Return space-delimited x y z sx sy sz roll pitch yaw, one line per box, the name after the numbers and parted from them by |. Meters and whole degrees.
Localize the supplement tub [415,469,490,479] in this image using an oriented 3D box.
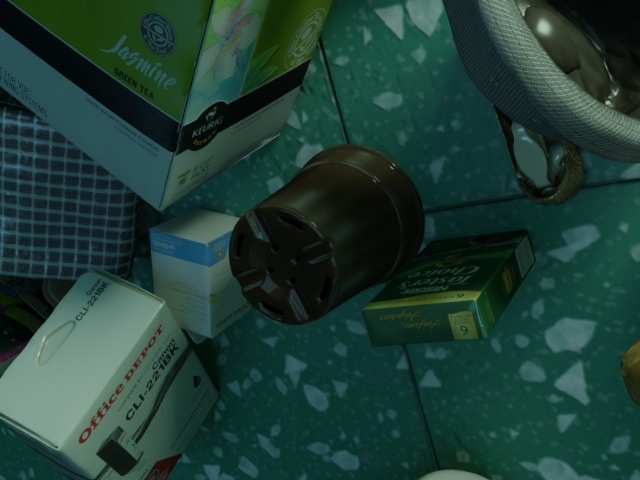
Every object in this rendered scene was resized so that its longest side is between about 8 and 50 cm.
0.099 0.436 0.872 0.235 0.235 0.325 45 125 8 | supplement tub

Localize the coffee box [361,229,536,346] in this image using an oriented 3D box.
0.127 0.041 0.728 0.113 0.184 0.040 -8 106 33 | coffee box

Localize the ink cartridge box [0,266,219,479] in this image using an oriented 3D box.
-0.248 0.193 0.933 0.114 0.197 0.272 21 151 22 | ink cartridge box

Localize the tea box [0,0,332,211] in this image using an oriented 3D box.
-0.174 -0.273 0.729 0.329 0.220 0.323 37 135 12 | tea box

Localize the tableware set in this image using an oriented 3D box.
-0.377 0.042 1.068 0.194 0.128 0.039 35 140 16 | tableware set

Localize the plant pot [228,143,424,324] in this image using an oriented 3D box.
0.000 0.000 0.799 0.167 0.165 0.166 12 115 27 | plant pot

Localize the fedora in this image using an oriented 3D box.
0.189 -0.180 0.602 0.275 0.243 0.124 34 160 -19 | fedora

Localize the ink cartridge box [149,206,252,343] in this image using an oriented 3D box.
-0.145 0.046 0.946 0.090 0.092 0.143 14 116 26 | ink cartridge box

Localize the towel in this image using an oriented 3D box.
-0.359 -0.070 0.932 0.284 0.121 0.235 5 121 -15 | towel

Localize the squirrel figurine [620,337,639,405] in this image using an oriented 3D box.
0.473 0.081 0.498 0.370 0.281 0.397 49 128 -3 | squirrel figurine

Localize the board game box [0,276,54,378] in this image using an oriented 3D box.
-0.474 0.105 1.033 0.224 0.303 0.097 38 125 12 | board game box

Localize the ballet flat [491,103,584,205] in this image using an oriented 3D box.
0.187 -0.126 0.698 0.073 0.067 0.206 -20 98 36 | ballet flat
